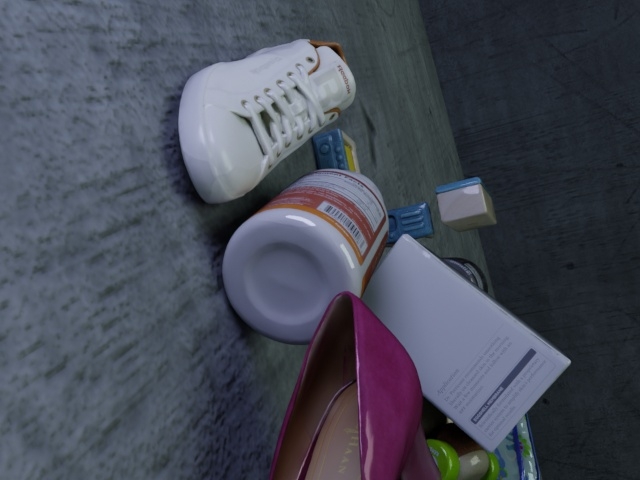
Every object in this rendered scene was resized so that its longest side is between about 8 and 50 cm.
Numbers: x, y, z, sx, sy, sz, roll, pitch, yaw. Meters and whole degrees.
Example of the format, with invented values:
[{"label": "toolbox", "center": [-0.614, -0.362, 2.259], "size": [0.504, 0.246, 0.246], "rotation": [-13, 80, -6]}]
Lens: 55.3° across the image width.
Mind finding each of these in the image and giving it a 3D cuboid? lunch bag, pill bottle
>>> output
[{"label": "lunch bag", "center": [0.257, 0.307, 0.997], "size": [0.090, 0.175, 0.219], "rotation": [112, -11, -47]}, {"label": "pill bottle", "center": [0.000, 0.000, 0.590], "size": [0.216, 0.121, 0.121], "rotation": [-51, 125, -65]}, {"label": "pill bottle", "center": [0.243, 0.097, 1.167], "size": [0.245, 0.130, 0.131], "rotation": [5, 73, -69]}]

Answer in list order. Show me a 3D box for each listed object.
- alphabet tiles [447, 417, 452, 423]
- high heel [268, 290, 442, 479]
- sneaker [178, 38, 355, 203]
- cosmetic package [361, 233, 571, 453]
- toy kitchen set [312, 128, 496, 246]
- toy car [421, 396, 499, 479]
[{"label": "alphabet tiles", "center": [0.171, 0.264, 0.891], "size": [0.198, 0.009, 0.237], "rotation": [18, 55, -29]}, {"label": "high heel", "center": [-0.029, 0.194, 0.365], "size": [0.181, 0.127, 0.377], "rotation": [67, 30, -16]}, {"label": "sneaker", "center": [-0.038, -0.136, 0.578], "size": [0.290, 0.123, 0.106], "rotation": [-71, 144, -54]}, {"label": "cosmetic package", "center": [0.168, 0.119, 0.770], "size": [0.224, 0.138, 0.224], "rotation": [41, 7, 17]}, {"label": "toy kitchen set", "center": [0.098, -0.082, 0.777], "size": [0.122, 0.207, 0.166], "rotation": [12, 66, -69]}, {"label": "toy car", "center": [0.106, 0.239, 0.764], "size": [0.155, 0.149, 0.188], "rotation": [29, 25, -50]}]
